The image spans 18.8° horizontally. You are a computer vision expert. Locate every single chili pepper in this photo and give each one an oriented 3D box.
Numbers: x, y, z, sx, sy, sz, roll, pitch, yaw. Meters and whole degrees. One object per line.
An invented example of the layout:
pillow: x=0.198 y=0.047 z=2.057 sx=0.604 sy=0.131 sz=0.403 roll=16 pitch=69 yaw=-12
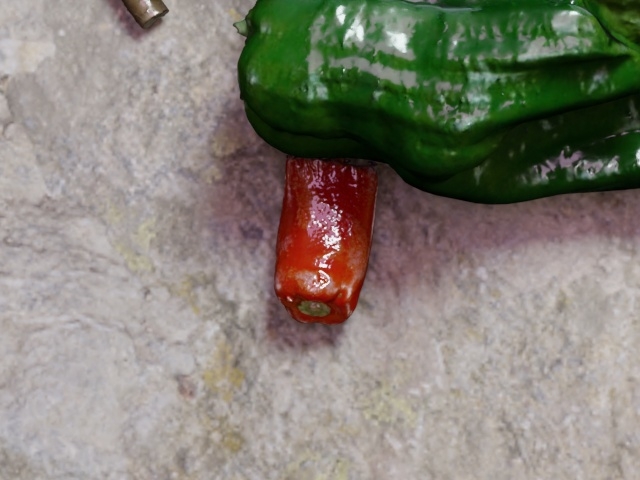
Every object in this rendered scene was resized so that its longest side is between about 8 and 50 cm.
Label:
chili pepper: x=0.000 y=0.000 z=1.440 sx=0.073 sy=0.070 sz=0.123 roll=17 pitch=75 yaw=-38
chili pepper: x=0.124 y=-0.110 z=1.379 sx=0.385 sy=0.213 sz=0.167 roll=8 pitch=91 yaw=3

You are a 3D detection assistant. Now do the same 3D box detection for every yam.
yam: x=-0.166 y=-0.229 z=1.500 sx=0.032 sy=0.032 sz=0.145 roll=-33 pitch=81 yaw=-2
